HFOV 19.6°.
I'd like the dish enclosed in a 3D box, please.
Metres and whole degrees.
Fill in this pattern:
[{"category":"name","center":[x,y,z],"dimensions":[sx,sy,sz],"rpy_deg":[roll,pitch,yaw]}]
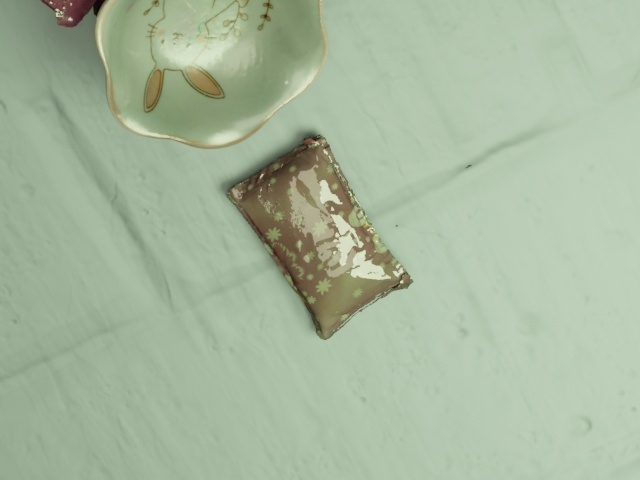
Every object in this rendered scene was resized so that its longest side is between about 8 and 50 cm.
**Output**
[{"category":"dish","center":[-0.106,-0.196,1.679],"dimensions":[0.229,0.081,0.229],"rpy_deg":[-13,128,-17]}]

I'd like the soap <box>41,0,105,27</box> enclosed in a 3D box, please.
[{"category":"soap","center":[-0.291,-0.303,1.608],"dimensions":[0.289,0.182,0.112],"rpy_deg":[38,107,-7]}]

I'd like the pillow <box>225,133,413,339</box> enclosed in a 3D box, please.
[{"category":"pillow","center":[0.000,0.000,1.782],"dimensions":[0.118,0.043,0.185],"rpy_deg":[-31,106,15]}]
